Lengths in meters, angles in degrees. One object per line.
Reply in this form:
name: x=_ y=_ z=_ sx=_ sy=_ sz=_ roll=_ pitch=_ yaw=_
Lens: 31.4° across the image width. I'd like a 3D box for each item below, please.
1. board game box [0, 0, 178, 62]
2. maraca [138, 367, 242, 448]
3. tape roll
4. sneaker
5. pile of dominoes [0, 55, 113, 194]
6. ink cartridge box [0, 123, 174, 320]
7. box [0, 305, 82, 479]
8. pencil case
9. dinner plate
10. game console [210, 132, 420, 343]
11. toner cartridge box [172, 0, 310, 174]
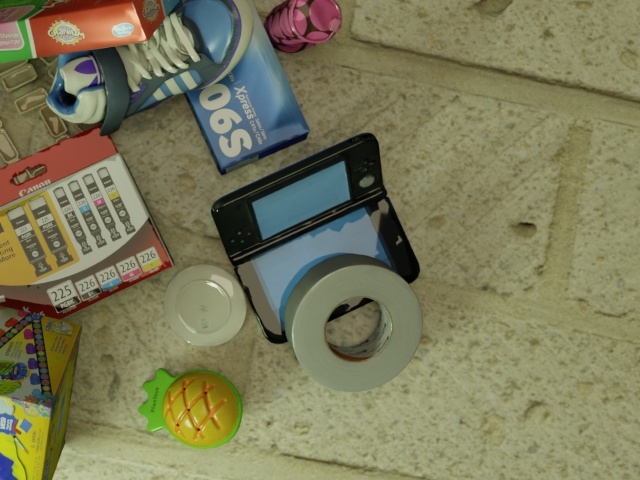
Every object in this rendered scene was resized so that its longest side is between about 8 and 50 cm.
board game box: x=-0.371 y=-0.368 z=1.755 sx=0.317 sy=0.242 sz=0.064 roll=-5 pitch=125 yaw=21
maraca: x=-0.212 y=0.272 z=1.854 sx=0.186 sy=0.099 sz=0.127 roll=8 pitch=83 yaw=21
tape roll: x=0.054 y=0.135 z=1.864 sx=0.219 sy=0.072 sz=0.219 roll=-3 pitch=105 yaw=-12
sneaker: x=-0.278 y=-0.271 z=1.743 sx=0.323 sy=0.236 sz=0.130 roll=-25 pitch=88 yaw=37
pile of dominoes: x=-0.469 y=-0.229 z=1.901 sx=0.196 sy=0.040 sz=0.251 roll=-28 pitch=97 yaw=-7
ink cartridge box: x=-0.431 y=-0.014 z=1.826 sx=0.309 sy=0.130 sz=0.271 roll=-26 pitch=92 yaw=-7
box: x=-0.529 y=0.251 z=1.710 sx=0.279 sy=0.177 sz=0.290 roll=14 pitch=129 yaw=-4
pencil case: x=-0.026 y=-0.354 z=1.854 sx=0.098 sy=0.209 sz=0.095 roll=31 pitch=89 yaw=-14
dinner plate: x=-0.193 y=0.109 z=1.882 sx=0.141 sy=0.017 sz=0.141 roll=2 pitch=101 yaw=8
game console: x=0.000 y=0.000 z=1.859 sx=0.293 sy=0.250 sz=0.173 roll=-26 pitch=62 yaw=-7
toner cartridge box: x=-0.162 y=-0.302 z=1.905 sx=0.165 sy=0.075 sz=0.347 roll=-24 pitch=89 yaw=-8
